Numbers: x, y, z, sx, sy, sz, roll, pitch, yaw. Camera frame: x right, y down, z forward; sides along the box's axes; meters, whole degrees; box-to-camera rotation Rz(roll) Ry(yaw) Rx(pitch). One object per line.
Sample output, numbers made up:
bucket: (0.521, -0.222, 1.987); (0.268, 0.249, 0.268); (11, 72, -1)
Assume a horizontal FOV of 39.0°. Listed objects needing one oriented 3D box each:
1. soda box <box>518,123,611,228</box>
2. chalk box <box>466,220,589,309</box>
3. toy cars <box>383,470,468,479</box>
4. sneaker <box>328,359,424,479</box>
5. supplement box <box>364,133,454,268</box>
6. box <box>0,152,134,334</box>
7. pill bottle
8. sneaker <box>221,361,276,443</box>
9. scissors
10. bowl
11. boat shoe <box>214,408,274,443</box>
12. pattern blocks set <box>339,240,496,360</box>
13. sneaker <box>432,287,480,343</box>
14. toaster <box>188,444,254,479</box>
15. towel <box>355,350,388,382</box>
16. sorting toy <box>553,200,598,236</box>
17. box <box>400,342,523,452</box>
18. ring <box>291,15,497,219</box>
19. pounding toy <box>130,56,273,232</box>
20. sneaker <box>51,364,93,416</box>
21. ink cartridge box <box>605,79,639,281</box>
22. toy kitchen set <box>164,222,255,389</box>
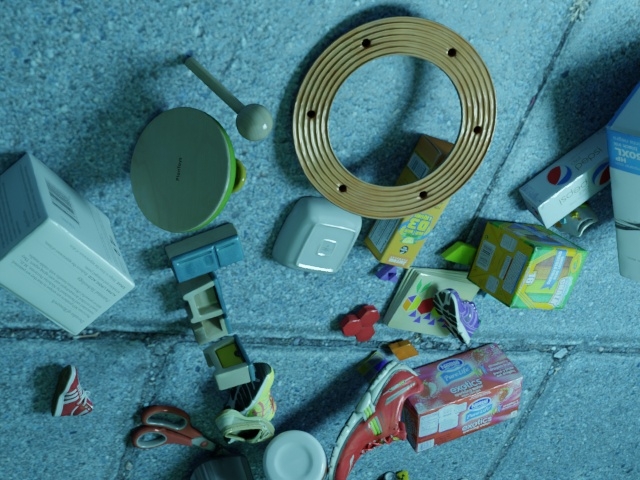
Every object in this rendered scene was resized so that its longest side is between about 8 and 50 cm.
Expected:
soda box: (0.492, -0.123, 1.728); (0.216, 0.069, 0.074); (-36, 134, 2)
chalk box: (0.418, 0.050, 1.757); (0.213, 0.132, 0.132); (4, 112, -37)
toy cars: (0.216, 0.641, 2.150); (0.393, 0.087, 0.176); (17, 115, -36)
sneaker: (0.111, 0.377, 1.800); (0.279, 0.118, 0.107); (-58, 170, -1)
supplement box: (0.169, -0.065, 1.595); (0.078, 0.080, 0.233); (12, 120, -32)
box: (-0.383, 0.005, 1.285); (0.119, 0.181, 0.182); (-39, 133, 5)
pill bottle: (-0.045, 0.445, 1.793); (0.121, 0.121, 0.216); (-29, 165, -6)
sneaker: (-0.122, 0.304, 1.726); (0.094, 0.081, 0.208); (2, 134, -29)
scissors: (-0.234, 0.384, 1.761); (0.297, 0.021, 0.109); (23, 112, -37)
bowl: (0.000, 0.000, 1.573); (0.142, 0.053, 0.142); (12, 117, -33)
boat shoe: (-0.136, 0.353, 1.668); (0.056, 0.048, 0.153); (-36, 142, 13)
pattern blocks set: (0.218, 0.121, 1.796); (0.324, 0.026, 0.285); (22, 112, -38)
sneaker: (0.275, 0.137, 1.791); (0.071, 0.068, 0.170); (-46, 143, -11)
toaster: (-0.192, 0.531, 1.800); (0.129, 0.146, 0.227); (-1, 129, -28)
towel: (0.112, 0.263, 1.860); (0.060, 0.009, 0.083); (-38, 133, 2)
sorting toy: (0.511, -0.044, 1.793); (0.083, 0.075, 0.045); (-41, 133, 5)
box: (0.290, 0.333, 1.931); (0.256, 0.123, 0.128); (-16, 130, -17)
ring: (0.118, -0.193, 1.451); (0.336, 0.032, 0.337); (-4, 115, -9)
pounding toy: (-0.166, -0.123, 1.337); (0.237, 0.183, 0.110); (-57, 154, 15)
sneaker: (-0.418, 0.259, 1.554); (0.067, 0.042, 0.118); (8, 128, -28)
ink cartridge box: (0.681, -0.131, 1.688); (0.285, 0.166, 0.395); (-48, 138, -26)
toy kitchen set: (-0.156, 0.111, 1.496); (0.122, 0.166, 0.207); (-21, 132, -12)
